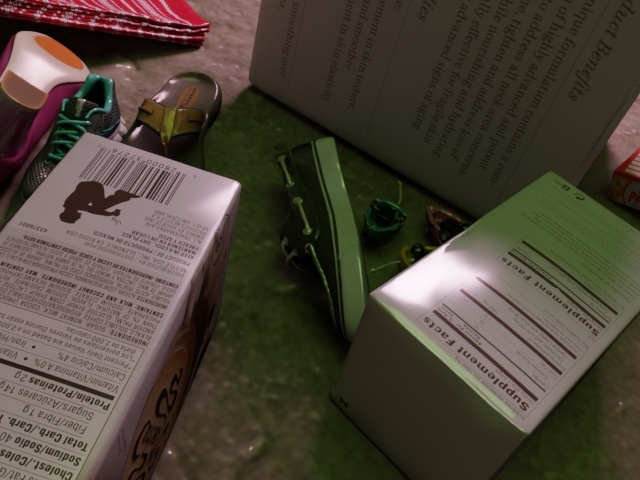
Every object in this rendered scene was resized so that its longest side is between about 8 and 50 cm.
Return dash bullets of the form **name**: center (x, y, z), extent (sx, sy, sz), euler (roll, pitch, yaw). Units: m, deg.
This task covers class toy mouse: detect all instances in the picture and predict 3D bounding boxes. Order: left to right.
- **toy mouse**: center (0.095, -0.007, 0.664), extent (0.161, 0.031, 0.143), euler (1, 40, -21)

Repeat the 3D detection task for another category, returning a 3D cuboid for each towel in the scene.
- **towel**: center (-0.287, -0.310, 0.797), extent (0.275, 0.031, 0.199), euler (-6, 47, -43)

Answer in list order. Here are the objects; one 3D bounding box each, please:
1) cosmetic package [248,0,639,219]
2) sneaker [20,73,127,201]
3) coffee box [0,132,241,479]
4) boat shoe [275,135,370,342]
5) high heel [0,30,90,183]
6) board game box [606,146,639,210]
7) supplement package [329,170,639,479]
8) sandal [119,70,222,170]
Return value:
- **cosmetic package**: center (0.186, -0.275, 0.743), extent (0.394, 0.329, 0.327), euler (34, 46, 15)
- **sneaker**: center (-0.232, -0.097, 0.621), extent (0.065, 0.076, 0.166), euler (13, 45, -4)
- **coffee box**: center (-0.154, 0.098, 0.392), extent (0.119, 0.168, 0.297), euler (18, 45, 0)
- **boat shoe**: center (0.000, 0.000, 0.608), extent (0.070, 0.077, 0.219), euler (-13, 53, 2)
- **high heel**: center (-0.297, -0.127, 0.658), extent (0.082, 0.117, 0.244), euler (33, 19, -29)
- **board game box**: center (0.465, -0.062, 0.782), extent (0.193, 0.045, 0.147), euler (28, 47, 34)
- **supplement package**: center (0.147, 0.071, 0.530), extent (0.244, 0.139, 0.134), euler (-30, 61, -36)
- **sandal**: center (-0.147, -0.122, 0.683), extent (0.090, 0.060, 0.219), euler (16, 44, -2)
